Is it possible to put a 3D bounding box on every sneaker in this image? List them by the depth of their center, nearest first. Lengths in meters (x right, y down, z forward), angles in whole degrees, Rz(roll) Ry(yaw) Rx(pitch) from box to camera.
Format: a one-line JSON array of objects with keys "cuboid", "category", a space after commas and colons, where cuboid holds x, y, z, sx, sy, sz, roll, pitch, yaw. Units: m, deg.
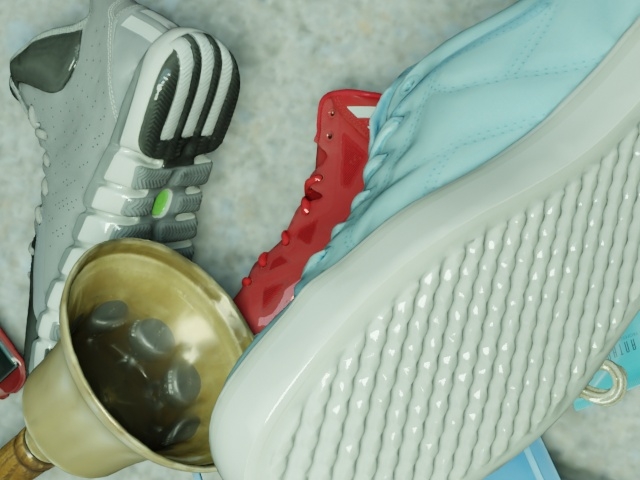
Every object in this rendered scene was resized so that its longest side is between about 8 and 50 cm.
[{"cuboid": [0.067, -0.012, 0.722, 0.366, 0.150, 0.135, -39, 128, -27], "category": "sneaker"}, {"cuboid": [0.000, 0.000, 0.853, 0.221, 0.087, 0.128, -26, 70, 7], "category": "sneaker"}, {"cuboid": [-0.132, -0.033, 0.862, 0.132, 0.086, 0.228, 37, 113, 32], "category": "sneaker"}]

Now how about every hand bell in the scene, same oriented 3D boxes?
[{"cuboid": [-0.152, 0.111, 0.817, 0.242, 0.126, 0.126, -36, 87, 34], "category": "hand bell"}]

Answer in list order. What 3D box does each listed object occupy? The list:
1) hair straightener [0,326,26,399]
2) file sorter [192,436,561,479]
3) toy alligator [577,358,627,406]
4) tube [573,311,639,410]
[{"cuboid": [-0.255, 0.001, 0.857, 0.047, 0.089, 0.230, -33, 88, 39], "category": "hair straightener"}, {"cuboid": [0.035, 0.134, 0.810, 0.170, 0.104, 0.118, -25, 71, 5], "category": "file sorter"}, {"cuboid": [0.051, 0.083, 0.736, 0.190, 0.051, 0.056, -16, 72, 8], "category": "toy alligator"}, {"cuboid": [0.140, -0.018, 0.844, 0.080, 0.052, 0.207, -20, 92, 2], "category": "tube"}]
